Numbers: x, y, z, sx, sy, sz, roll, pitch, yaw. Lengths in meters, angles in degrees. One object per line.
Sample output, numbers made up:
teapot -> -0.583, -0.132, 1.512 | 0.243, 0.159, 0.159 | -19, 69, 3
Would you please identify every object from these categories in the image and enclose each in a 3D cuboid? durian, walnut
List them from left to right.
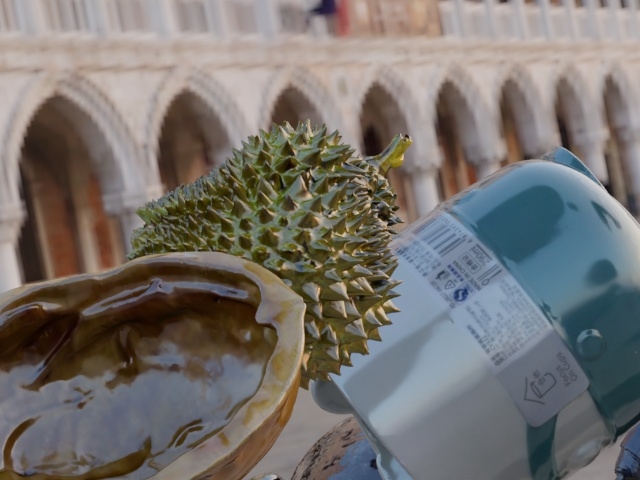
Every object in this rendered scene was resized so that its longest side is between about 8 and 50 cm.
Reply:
walnut -> -0.101, 0.092, 0.772 | 0.211, 0.087, 0.167 | -16, 41, -6
durian -> 0.000, 0.000, 0.890 | 0.208, 0.146, 0.102 | -41, 14, -37

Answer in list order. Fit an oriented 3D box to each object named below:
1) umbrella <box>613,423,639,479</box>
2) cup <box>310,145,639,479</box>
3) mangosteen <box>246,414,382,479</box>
umbrella -> 0.390, 0.244, 1.854 | 0.071, 0.248, 0.071 | 28, -17, 9
cup -> 0.143, 0.099, 1.122 | 0.257, 0.290, 0.219 | -35, -31, -4
mangosteen -> 0.066, 0.376, 1.691 | 0.435, 0.382, 0.382 | -25, -1, 8
